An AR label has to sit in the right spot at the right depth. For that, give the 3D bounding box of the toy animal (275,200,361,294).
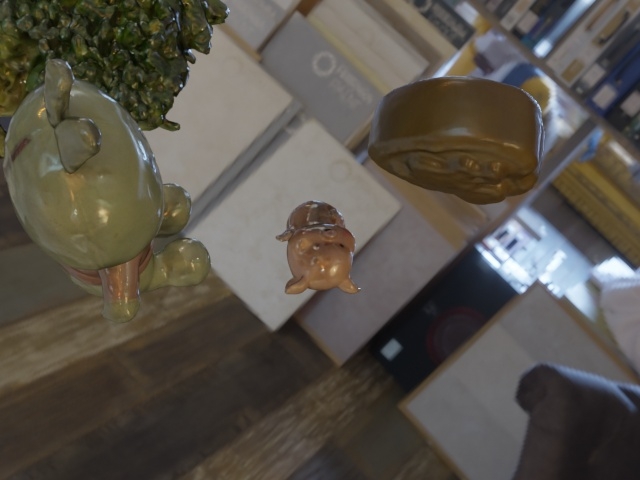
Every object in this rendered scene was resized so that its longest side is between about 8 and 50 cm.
[{"bbox_3d":[0.000,0.005,1.106,0.150,0.083,0.089,-91,167,-51],"label":"toy animal"}]

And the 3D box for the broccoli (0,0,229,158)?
[{"bbox_3d":[-0.276,-0.221,1.026,0.334,0.272,0.324,12,20,0],"label":"broccoli"}]

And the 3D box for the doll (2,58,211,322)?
[{"bbox_3d":[-0.165,-0.026,0.709,0.275,0.113,0.154,68,3,-69],"label":"doll"}]

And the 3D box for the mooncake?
[{"bbox_3d":[0.174,-0.123,1.253,0.235,0.235,0.117,18,75,-41],"label":"mooncake"}]
